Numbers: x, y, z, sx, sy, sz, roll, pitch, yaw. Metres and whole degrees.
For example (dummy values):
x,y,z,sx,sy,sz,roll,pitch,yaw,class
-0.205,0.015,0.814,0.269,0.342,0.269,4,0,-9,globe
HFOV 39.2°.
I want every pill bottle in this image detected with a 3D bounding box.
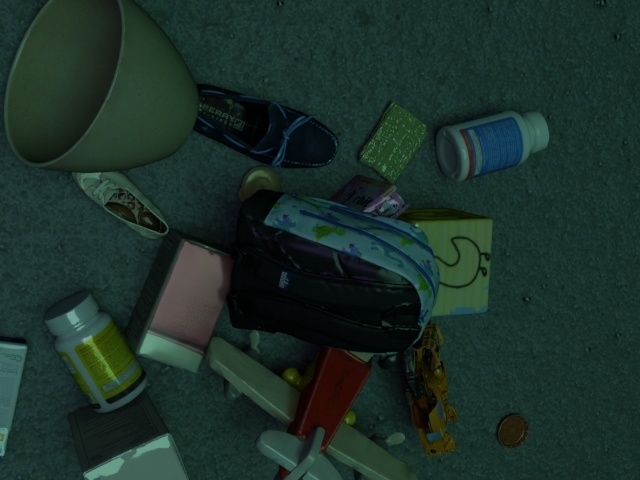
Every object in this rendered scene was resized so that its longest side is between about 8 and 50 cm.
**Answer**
x,y,z,sx,sy,sz,roll,pitch,yaw,class
0.367,-0.208,1.906,0.221,0.124,0.124,-16,104,-16,pill bottle
-0.423,0.207,1.682,0.119,0.119,0.208,-31,109,-13,pill bottle

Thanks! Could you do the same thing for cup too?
x,y,z,sx,sy,sz,roll,pitch,yaw,class
-0.353,-0.253,1.554,0.237,0.331,0.331,20,92,-48,cup

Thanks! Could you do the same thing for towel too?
x,y,z,sx,sy,sz,roll,pitch,yaw,class
0.152,-0.204,1.878,0.110,0.027,0.148,34,85,-23,towel

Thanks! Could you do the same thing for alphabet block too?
x,y,z,sx,sy,sz,roll,pitch,yaw,class
0.228,0.041,1.860,0.192,0.193,0.197,-3,100,-22,alphabet block

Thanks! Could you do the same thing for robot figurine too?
x,y,z,sx,sy,sz,roll,pitch,yaw,class
0.229,0.298,1.909,0.085,0.211,0.291,-8,114,14,robot figurine

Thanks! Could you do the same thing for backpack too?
x,y,z,sx,sy,sz,roll,pitch,yaw,class
0.040,0.067,1.642,0.273,0.355,0.290,-41,144,-50,backpack

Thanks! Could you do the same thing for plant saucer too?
x,y,z,sx,sy,sz,roll,pitch,yaw,class
0.451,0.447,2.108,0.083,0.013,0.083,-4,101,-20,plant saucer

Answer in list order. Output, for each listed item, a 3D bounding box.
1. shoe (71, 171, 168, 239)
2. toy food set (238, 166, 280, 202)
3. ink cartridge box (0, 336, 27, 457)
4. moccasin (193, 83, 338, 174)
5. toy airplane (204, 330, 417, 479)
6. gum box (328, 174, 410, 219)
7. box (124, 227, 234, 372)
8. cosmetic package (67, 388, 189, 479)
x,y,z,sx,sy,sz,roll,pitch,yaw,class
-0.371,-0.079,1.685,0.219,0.058,0.076,40,84,-22,shoe
-0.119,-0.106,1.796,0.082,0.020,0.083,15,93,-22,toy food set
-0.669,0.276,1.641,0.223,0.045,0.224,12,96,-21,ink cartridge box
-0.117,-0.205,1.727,0.342,0.117,0.138,11,95,-22,moccasin
-0.016,0.348,1.778,0.384,0.272,0.386,-6,68,-32,toy airplane
0.088,-0.066,1.790,0.107,0.188,0.062,-41,111,-9,gum box
-0.263,0.110,1.709,0.127,0.148,0.232,22,92,-23,box
-0.355,0.378,1.633,0.160,0.309,0.113,-23,105,-15,cosmetic package
